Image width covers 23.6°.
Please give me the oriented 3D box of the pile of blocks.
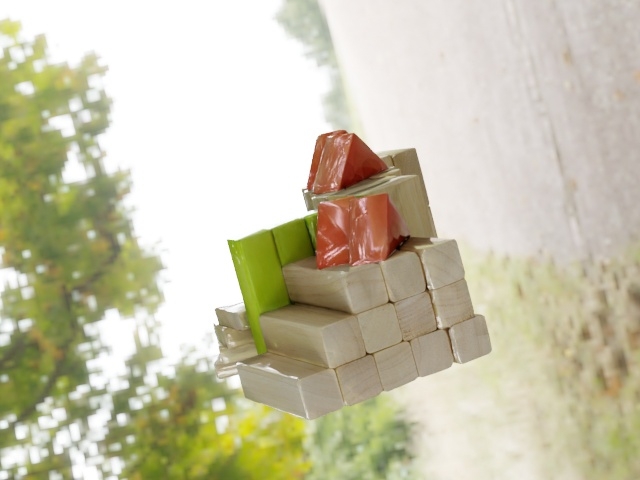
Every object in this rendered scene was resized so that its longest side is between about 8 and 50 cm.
[{"bbox_3d":[0.000,0.000,0.897,0.362,0.148,0.113,-92,-13,-81],"label":"pile of blocks"}]
